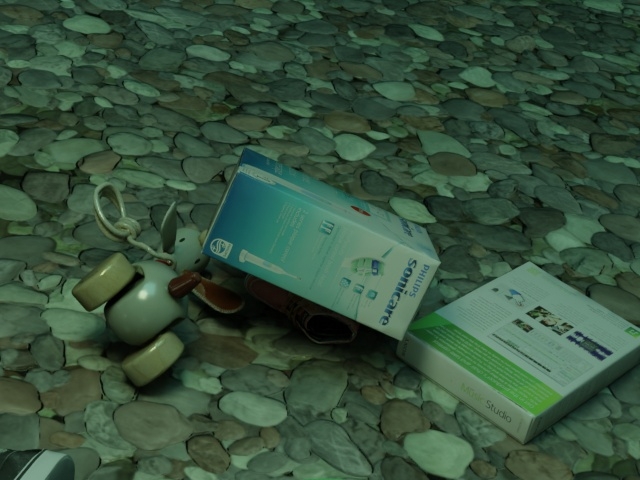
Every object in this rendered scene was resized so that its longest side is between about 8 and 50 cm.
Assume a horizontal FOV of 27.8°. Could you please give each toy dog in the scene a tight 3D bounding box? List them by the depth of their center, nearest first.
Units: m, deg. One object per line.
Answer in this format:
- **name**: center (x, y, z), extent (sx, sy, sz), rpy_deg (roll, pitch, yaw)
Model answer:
- **toy dog**: center (-0.195, 0.040, 1.723), extent (0.220, 0.161, 0.333), rpy_deg (48, 24, -30)

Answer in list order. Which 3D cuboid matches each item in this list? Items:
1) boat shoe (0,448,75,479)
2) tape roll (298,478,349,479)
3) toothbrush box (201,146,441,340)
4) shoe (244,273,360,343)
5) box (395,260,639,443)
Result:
- **boat shoe**: center (-0.360, 0.300, 1.328), extent (0.105, 0.113, 0.306), rpy_deg (10, 27, 11)
- **tape roll**: center (-0.001, 0.386, 1.247), extent (0.321, 0.077, 0.321), rpy_deg (-2, 50, 3)
- **toothbrush box**: center (0.000, 0.000, 1.775), extent (0.295, 0.126, 0.216), rpy_deg (25, 11, -5)
- **shoe**: center (-0.026, 0.091, 1.825), extent (0.178, 0.063, 0.081), rpy_deg (18, 26, 0)
- **box**: center (0.295, 0.151, 1.856), extent (0.232, 0.058, 0.322), rpy_deg (34, 36, 30)
